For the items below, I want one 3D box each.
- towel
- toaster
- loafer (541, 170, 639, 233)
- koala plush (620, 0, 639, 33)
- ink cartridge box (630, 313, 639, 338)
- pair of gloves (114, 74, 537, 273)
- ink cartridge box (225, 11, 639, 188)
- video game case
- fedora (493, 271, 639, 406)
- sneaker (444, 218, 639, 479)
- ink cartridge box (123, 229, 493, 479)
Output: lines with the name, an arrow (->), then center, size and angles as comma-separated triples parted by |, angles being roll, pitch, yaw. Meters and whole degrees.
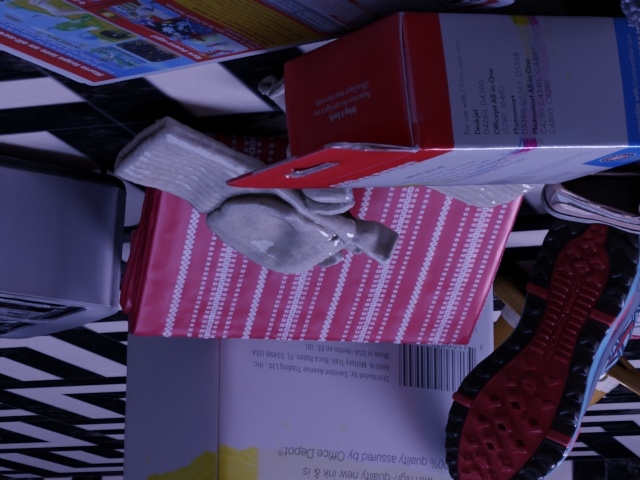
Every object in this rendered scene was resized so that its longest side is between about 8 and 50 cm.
towel -> 0.000, 0.000, 1.438 | 0.275, 0.031, 0.199 | 3, 135, -13
toaster -> -0.242, 0.003, 1.456 | 0.186, 0.110, 0.168 | 10, 165, -36
loafer -> 0.227, -0.031, 1.451 | 0.125, 0.045, 0.039 | 4, 160, -3
koala plush -> 0.235, -0.061, 0.923 | 0.196, 0.221, 0.203 | 10, 164, -39
ink cartridge box -> 0.282, 0.051, 1.768 | 0.099, 0.056, 0.135 | -6, 166, 27
pair of gloves -> 0.005, -0.041, 1.300 | 0.204, 0.042, 0.240 | 29, 144, -36
ink cartridge box -> 0.072, -0.076, 1.099 | 0.231, 0.078, 0.134 | -2, 173, -30
video game case -> -0.069, -0.138, 1.031 | 0.285, 0.025, 0.204 | -8, 165, 30
fedora -> 0.205, 0.107, 1.768 | 0.194, 0.079, 0.194 | 37, -172, -6
sneaker -> 0.199, 0.101, 1.581 | 0.104, 0.262, 0.125 | 32, -173, 28
ink cartridge box -> -0.009, 0.181, 1.608 | 0.279, 0.384, 0.160 | 10, 164, -34
